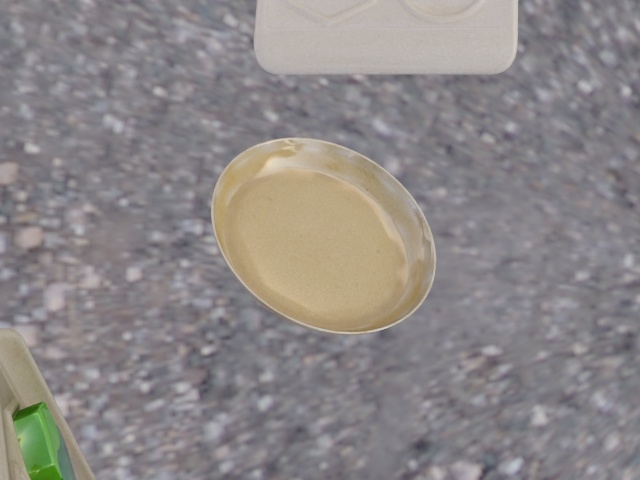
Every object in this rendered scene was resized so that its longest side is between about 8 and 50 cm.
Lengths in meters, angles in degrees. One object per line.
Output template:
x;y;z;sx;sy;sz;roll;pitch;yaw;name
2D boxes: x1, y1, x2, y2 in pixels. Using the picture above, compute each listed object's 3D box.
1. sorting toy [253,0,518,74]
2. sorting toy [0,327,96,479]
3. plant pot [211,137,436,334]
0.052;-0.218;1.437;0.193;0.038;0.208;0;68;6;sorting toy
-0.171;0.158;1.172;0.041;0.229;0.307;-18;126;4;sorting toy
0.000;0.000;1.900;0.236;0.236;0.032;44;140;11;plant pot
